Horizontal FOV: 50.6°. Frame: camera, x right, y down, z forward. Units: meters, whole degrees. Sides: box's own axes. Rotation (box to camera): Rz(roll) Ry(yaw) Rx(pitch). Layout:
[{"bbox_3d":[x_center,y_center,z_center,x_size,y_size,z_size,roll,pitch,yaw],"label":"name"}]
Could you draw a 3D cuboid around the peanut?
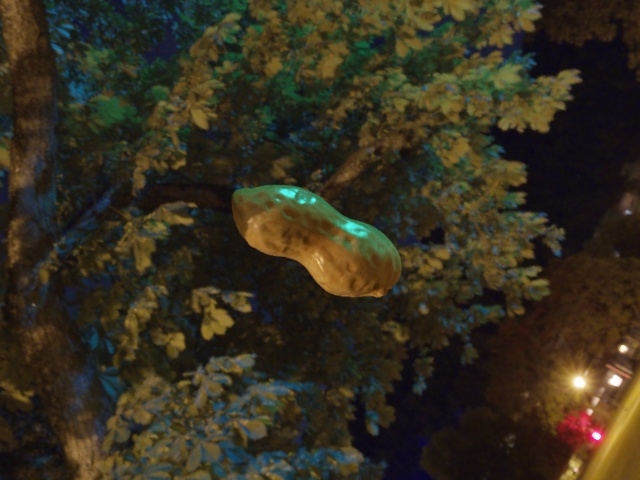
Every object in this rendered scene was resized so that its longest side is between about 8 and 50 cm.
[{"bbox_3d":[0.000,0.000,0.886,0.263,0.117,0.101,31,-77,-22],"label":"peanut"}]
